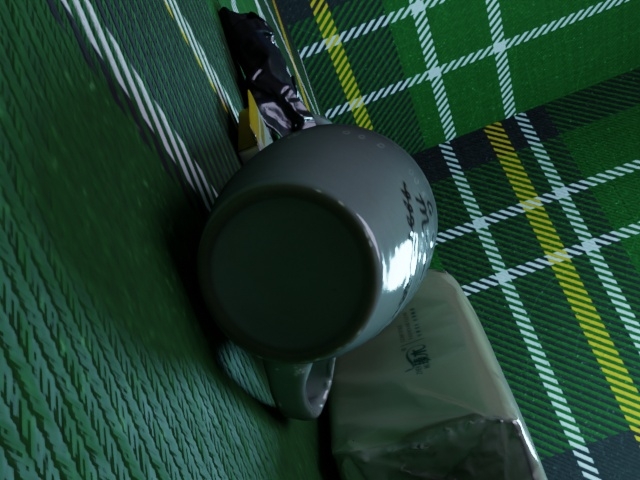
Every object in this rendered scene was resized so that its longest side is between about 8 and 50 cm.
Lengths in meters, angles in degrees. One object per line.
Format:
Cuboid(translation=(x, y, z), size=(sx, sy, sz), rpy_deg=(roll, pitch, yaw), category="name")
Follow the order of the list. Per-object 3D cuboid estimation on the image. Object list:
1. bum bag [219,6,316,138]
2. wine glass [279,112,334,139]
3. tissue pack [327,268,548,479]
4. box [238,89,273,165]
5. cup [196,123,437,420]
Cuboid(translation=(-0.086, -0.264, 1.348), size=(0.137, 0.074, 0.310), rpy_deg=(25, 35, -48), category="bum bag")
Cuboid(translation=(-0.016, -0.162, 1.461), size=(0.204, 0.111, 0.111), rpy_deg=(-91, 160, -75), category="wine glass")
Cuboid(translation=(0.139, 0.242, 1.014), size=(0.380, 0.207, 0.297), rpy_deg=(-92, 162, -71), category="tissue pack")
Cuboid(translation=(-0.059, -0.067, 1.125), size=(0.129, 0.033, 0.247), rpy_deg=(-98, 167, -59), category="box")
Cuboid(translation=(-0.007, 0.040, 0.701), size=(0.234, 0.186, 0.258), rpy_deg=(-49, 146, -74), category="cup")
